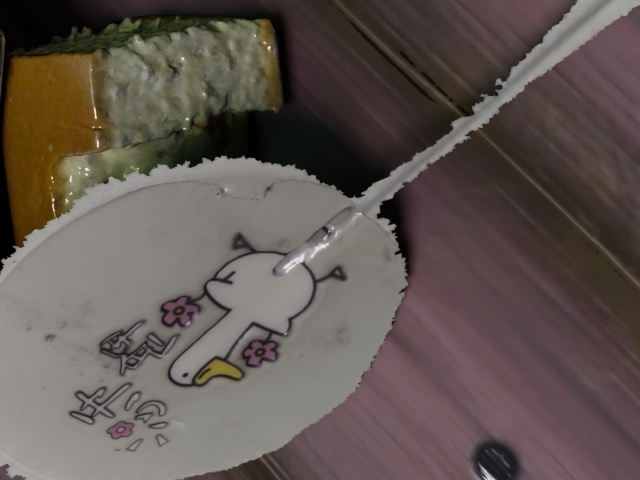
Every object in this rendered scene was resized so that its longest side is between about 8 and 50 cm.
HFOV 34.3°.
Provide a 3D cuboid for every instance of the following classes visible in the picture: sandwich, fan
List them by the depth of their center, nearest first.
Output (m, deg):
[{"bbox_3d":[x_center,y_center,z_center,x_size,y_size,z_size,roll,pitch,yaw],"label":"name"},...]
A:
[{"bbox_3d":[0.000,-0.001,0.512,0.415,0.233,0.012,-38,47,11],"label":"fan"},{"bbox_3d":[-0.099,-0.003,0.577,0.128,0.122,0.235,9,109,42],"label":"sandwich"}]

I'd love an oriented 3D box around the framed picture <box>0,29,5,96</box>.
[{"bbox_3d":[-0.247,-0.055,0.639,0.232,0.019,0.296,48,135,34],"label":"framed picture"}]
